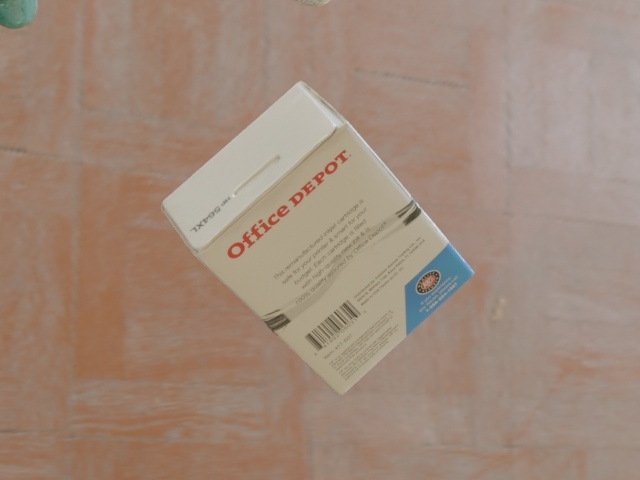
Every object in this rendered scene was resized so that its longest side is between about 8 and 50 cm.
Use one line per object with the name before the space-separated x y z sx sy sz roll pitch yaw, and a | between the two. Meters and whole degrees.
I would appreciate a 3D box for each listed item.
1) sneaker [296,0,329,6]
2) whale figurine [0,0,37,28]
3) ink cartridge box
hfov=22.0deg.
sneaker | -0.025 -0.332 1.933 0.065 0.061 0.158 -11 48 -42
whale figurine | -0.321 -0.227 1.308 0.216 0.272 0.141 37 27 -24
ink cartridge box | 0.000 0.000 1.264 0.148 0.086 0.203 -41 129 1
